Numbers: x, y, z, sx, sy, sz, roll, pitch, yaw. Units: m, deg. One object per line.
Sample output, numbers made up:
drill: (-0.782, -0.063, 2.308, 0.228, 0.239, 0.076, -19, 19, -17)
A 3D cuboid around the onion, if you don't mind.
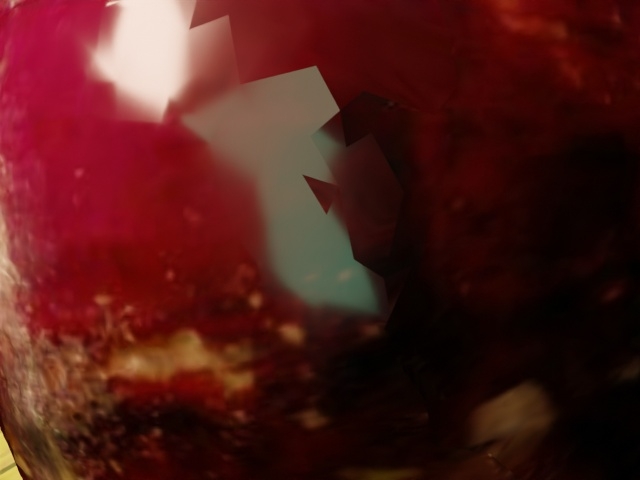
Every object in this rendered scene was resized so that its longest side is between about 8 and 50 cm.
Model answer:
onion: (0.000, 0.000, 0.629, 0.385, 0.347, 0.348, -13, 83, 42)
